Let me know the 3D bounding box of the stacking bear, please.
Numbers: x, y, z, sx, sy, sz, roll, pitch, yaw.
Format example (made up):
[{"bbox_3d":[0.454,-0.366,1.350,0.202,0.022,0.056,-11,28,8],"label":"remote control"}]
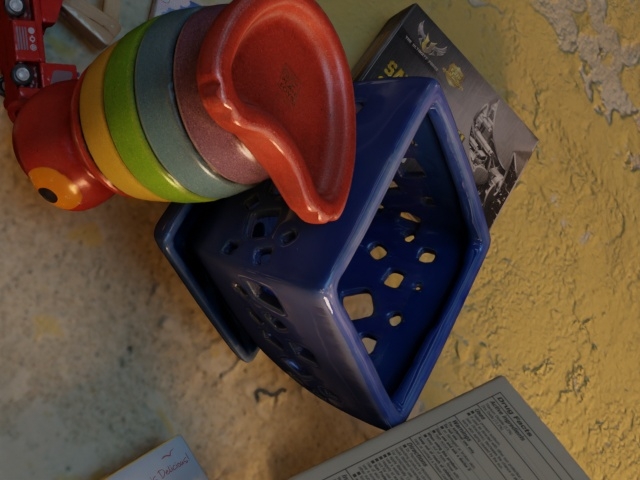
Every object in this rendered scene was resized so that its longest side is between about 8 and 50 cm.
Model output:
[{"bbox_3d":[-0.132,-0.096,0.848,0.175,0.289,0.164,49,44,-40],"label":"stacking bear"}]

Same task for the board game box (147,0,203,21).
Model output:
[{"bbox_3d":[-0.133,-0.196,1.051,0.090,0.020,0.090,19,69,-29],"label":"board game box"}]

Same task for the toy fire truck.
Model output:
[{"bbox_3d":[-0.235,-0.212,0.970,0.135,0.047,0.192,-4,83,-36],"label":"toy fire truck"}]

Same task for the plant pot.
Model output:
[{"bbox_3d":[0.000,0.000,0.953,0.236,0.212,0.236,-60,146,-26],"label":"plant pot"}]

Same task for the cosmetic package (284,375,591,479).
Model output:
[{"bbox_3d":[0.075,0.255,0.895,0.310,0.113,0.160,-18,54,-30],"label":"cosmetic package"}]

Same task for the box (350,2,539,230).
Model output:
[{"bbox_3d":[0.128,-0.123,1.188,0.231,0.056,0.183,45,60,-18],"label":"box"}]

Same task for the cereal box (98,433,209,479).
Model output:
[{"bbox_3d":[-0.132,0.311,0.894,0.173,0.047,0.240,-27,79,-35],"label":"cereal box"}]
